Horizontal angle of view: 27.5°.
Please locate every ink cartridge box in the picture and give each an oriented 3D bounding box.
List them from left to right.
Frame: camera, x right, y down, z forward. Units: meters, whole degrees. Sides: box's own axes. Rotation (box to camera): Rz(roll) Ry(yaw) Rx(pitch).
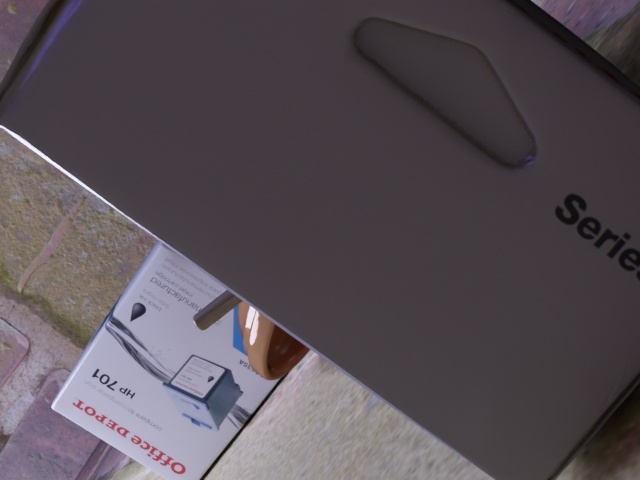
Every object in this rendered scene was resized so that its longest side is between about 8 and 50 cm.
[{"bbox_3d":[-0.107,0.089,1.053,0.191,0.139,0.082,-53,9,25],"label":"ink cartridge box"},{"bbox_3d":[0.023,-0.058,0.504,0.121,0.211,0.289,-53,6,14],"label":"ink cartridge box"}]

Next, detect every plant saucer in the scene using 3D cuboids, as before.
[{"bbox_3d":[0.000,0.000,0.886,0.200,0.037,0.200,-57,-13,-21],"label":"plant saucer"}]

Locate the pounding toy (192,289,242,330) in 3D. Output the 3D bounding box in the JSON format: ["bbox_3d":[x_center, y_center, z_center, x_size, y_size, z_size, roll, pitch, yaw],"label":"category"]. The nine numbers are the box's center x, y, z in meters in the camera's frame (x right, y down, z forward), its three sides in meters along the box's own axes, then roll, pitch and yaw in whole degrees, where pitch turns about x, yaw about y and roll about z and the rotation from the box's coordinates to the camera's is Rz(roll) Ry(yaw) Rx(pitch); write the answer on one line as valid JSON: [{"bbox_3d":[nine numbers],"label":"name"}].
[{"bbox_3d":[0.020,0.002,0.727,0.130,0.100,0.141,-59,8,-33],"label":"pounding toy"}]
